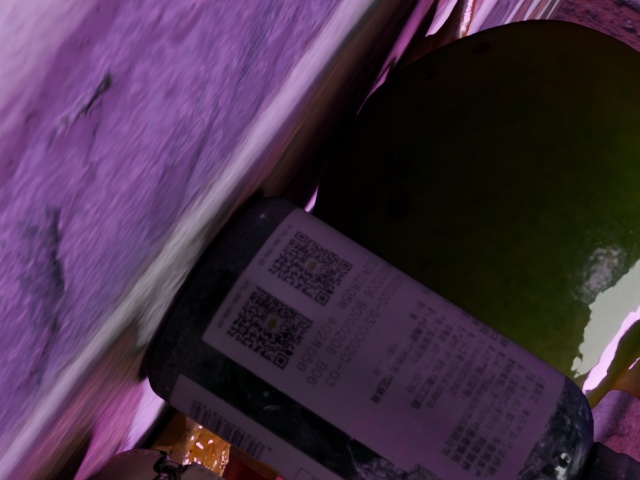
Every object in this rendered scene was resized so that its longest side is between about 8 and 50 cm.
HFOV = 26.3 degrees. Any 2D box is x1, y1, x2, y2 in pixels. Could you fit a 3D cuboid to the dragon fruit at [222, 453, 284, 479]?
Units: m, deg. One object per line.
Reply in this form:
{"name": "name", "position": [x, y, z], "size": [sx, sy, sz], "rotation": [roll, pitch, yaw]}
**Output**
{"name": "dragon fruit", "position": [-0.052, 0.316, 1.614], "size": [0.227, 0.224, 0.224], "rotation": [-58, 175, 30]}

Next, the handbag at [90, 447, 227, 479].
{"name": "handbag", "position": [-0.156, 0.281, 0.662], "size": [0.236, 0.160, 0.358], "rotation": [-69, 170, 26]}

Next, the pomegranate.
{"name": "pomegranate", "position": [0.152, 0.028, 0.932], "size": [0.309, 0.358, 0.216], "rotation": [-57, 171, 21]}

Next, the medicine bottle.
{"name": "medicine bottle", "position": [0.054, 0.104, 0.798], "size": [0.141, 0.293, 0.141], "rotation": [-57, 174, -9]}

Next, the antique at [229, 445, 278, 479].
{"name": "antique", "position": [-0.001, 0.128, 1.570], "size": [0.310, 0.087, 0.093], "rotation": [-54, 175, -43]}

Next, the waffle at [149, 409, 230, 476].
{"name": "waffle", "position": [-0.099, 0.169, 1.056], "size": [0.238, 0.059, 0.243], "rotation": [-55, 172, -31]}

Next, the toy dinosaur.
{"name": "toy dinosaur", "position": [0.093, -0.137, 1.081], "size": [0.212, 0.057, 0.142], "rotation": [-57, -174, 6]}
